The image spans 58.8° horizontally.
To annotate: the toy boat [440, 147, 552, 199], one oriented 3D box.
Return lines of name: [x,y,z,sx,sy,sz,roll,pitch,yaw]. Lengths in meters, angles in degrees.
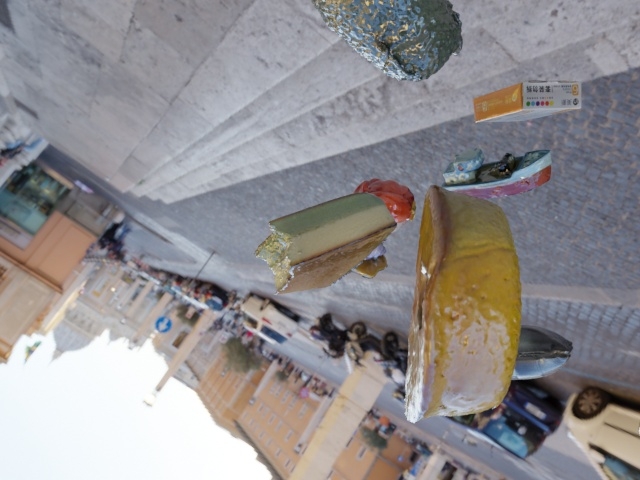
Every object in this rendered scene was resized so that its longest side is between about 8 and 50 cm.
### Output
toy boat: [0.518,-0.213,1.682,0.332,0.145,0.133,-6,120,40]

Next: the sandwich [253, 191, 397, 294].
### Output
sandwich: [0.000,0.000,1.032,0.186,0.220,0.108,-1,-123,-47]

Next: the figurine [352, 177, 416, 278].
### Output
figurine: [0.140,-0.057,1.433,0.181,0.208,0.257,43,130,17]

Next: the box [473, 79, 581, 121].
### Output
box: [0.648,-0.438,1.799,0.221,0.091,0.274,-6,-175,-14]

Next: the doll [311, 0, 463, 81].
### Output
doll: [0.122,-0.463,1.063,0.349,0.247,0.247,52,164,-7]

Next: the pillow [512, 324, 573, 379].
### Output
pillow: [0.363,0.223,1.122,0.250,0.106,0.186,-10,171,23]

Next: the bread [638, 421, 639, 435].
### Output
bread: [0.379,0.144,0.544,0.081,0.225,0.134,3,-165,2]

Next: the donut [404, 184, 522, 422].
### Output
donut: [0.172,0.080,0.710,0.110,0.303,0.303,5,162,6]
